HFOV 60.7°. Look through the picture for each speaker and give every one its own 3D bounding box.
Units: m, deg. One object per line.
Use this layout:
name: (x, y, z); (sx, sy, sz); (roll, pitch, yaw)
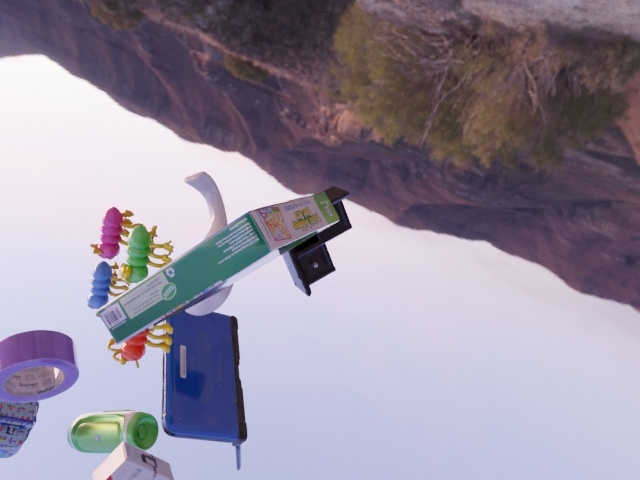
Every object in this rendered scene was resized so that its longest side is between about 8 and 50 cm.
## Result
speaker: (-0.658, 0.605, 1.725); (0.296, 0.131, 0.131); (-11, 174, 27)

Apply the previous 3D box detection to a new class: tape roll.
tape roll: (-0.668, 0.295, 1.273); (0.189, 0.189, 0.080); (14, -142, -42)

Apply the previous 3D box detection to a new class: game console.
game console: (-0.250, 0.316, 1.174); (0.250, 0.173, 0.293); (20, -140, -33)

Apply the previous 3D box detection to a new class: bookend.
bookend: (0.000, 0.000, 1.079); (0.156, 0.157, 0.072); (-28, -156, -16)

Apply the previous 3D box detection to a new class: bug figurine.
bug figurine: (-0.316, 0.063, 0.869); (0.072, 0.216, 0.279); (2, -164, -38)

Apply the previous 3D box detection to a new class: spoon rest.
spoon rest: (-0.220, 0.008, 1.053); (0.137, 0.277, 0.084); (-14, 158, 27)

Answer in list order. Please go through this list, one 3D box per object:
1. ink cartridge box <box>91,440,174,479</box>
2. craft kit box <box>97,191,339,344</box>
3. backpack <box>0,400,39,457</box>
ink cartridge box: (-0.436, 0.554, 1.276); (0.150, 0.109, 0.063); (46, 178, -35)
craft kit box: (-0.121, 0.027, 0.725); (0.061, 0.249, 0.246); (59, -158, -2)
backpack: (-0.972, 0.574, 1.693); (0.158, 0.117, 0.173); (35, -145, -37)
